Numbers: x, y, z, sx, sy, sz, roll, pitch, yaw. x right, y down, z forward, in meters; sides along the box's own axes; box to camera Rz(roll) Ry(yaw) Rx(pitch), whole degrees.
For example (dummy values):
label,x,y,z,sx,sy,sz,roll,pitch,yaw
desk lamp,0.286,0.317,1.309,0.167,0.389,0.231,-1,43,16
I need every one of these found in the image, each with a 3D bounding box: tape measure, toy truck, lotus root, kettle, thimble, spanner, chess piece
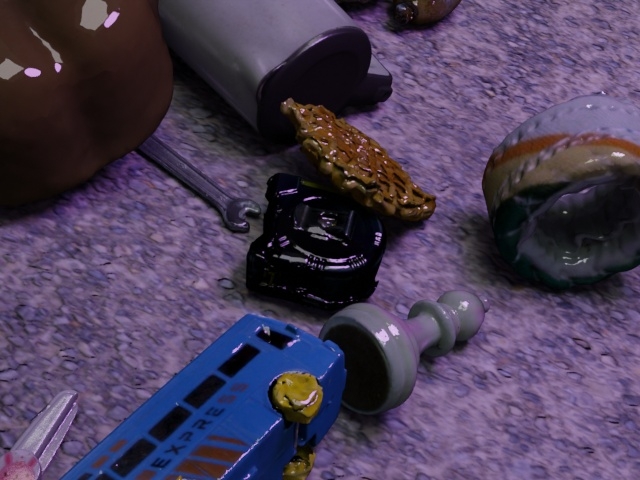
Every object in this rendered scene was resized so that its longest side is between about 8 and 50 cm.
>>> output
label,x,y,z,sx,sy,sz,roll,pitch,yaw
tape measure,0.000,0.000,1.394,0.186,0.112,0.199,14,48,-4
toy truck,-0.127,0.240,1.117,0.162,0.161,0.385,29,49,25
lotus root,0.192,-0.446,1.854,0.113,0.088,0.192,20,46,26
kettle,-0.084,-0.349,1.632,0.376,0.250,0.361,47,26,23
thimble,0.373,-0.070,1.426,0.254,0.288,0.167,29,41,-32
spanner,-0.208,-0.108,1.501,0.302,0.017,0.071,35,50,19
chess piece,0.134,0.121,1.323,0.272,0.139,0.139,-18,55,-41

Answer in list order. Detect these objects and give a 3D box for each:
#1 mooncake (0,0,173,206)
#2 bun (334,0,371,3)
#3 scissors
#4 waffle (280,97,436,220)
label,x,y,z,sx,sy,sz,roll,pitch,yaw
mooncake,-0.434,-0.289,1.391,0.467,0.262,0.466,0,58,0
bun,0.043,-0.493,1.789,0.239,0.239,0.141,-1,85,-14
scissors,-0.337,0.264,1.125,0.118,0.030,0.242,25,50,7
waffle,0.058,-0.113,1.471,0.245,0.052,0.254,47,20,25
